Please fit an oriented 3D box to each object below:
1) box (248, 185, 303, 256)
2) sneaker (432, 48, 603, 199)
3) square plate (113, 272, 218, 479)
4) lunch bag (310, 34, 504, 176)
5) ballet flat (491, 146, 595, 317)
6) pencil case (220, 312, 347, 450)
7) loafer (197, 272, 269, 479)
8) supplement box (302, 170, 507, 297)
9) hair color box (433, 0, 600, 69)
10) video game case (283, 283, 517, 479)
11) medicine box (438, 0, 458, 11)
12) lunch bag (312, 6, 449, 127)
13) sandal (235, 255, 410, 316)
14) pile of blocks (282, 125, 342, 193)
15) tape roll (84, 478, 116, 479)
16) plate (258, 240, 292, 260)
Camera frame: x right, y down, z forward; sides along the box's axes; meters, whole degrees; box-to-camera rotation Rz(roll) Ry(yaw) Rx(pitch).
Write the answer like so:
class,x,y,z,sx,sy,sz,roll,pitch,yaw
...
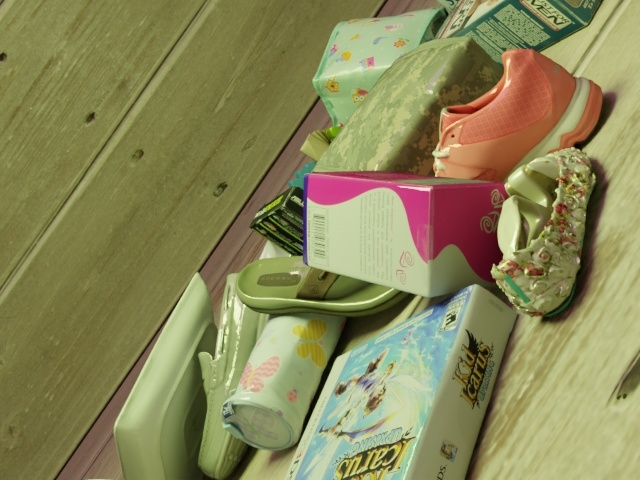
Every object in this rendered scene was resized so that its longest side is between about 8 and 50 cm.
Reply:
class,x,y,z,sx,sy,sz,roll,pitch,yaw
box,0.000,0.000,1.289,0.045,0.190,0.184,-60,12,-16
sneaker,0.174,-0.090,0.983,0.314,0.136,0.116,-51,12,22
square plate,-0.220,0.287,1.353,0.347,0.049,0.344,-69,-18,-51
lunch bag,0.125,-0.146,1.206,0.235,0.169,0.287,-56,23,-6
ballet flat,0.213,-0.029,0.809,0.091,0.077,0.241,-46,14,40
pencil case,-0.043,0.162,1.195,0.124,0.113,0.273,-36,21,48
loafer,-0.137,0.204,1.304,0.112,0.111,0.320,60,-138,-66
supplement box,0.086,-0.015,0.922,0.220,0.113,0.111,14,105,55
hair color box,0.310,-0.370,1.303,0.174,0.105,0.347,-58,13,-14
video game case,0.060,0.192,0.838,0.269,0.061,0.244,-39,21,52
medicine box,0.266,-0.555,1.534,0.149,0.289,0.263,-54,11,-8
lunch bag,0.133,-0.358,1.658,0.223,0.160,0.262,-4,44,27
sandal,0.010,0.039,1.141,0.302,0.086,0.120,-7,36,23
pile of blocks,-0.002,-0.136,1.773,0.362,0.149,0.112,-57,12,-8
tape roll,-0.282,0.445,1.037,0.246,0.246,0.169,-53,11,11
plate,-0.119,0.135,1.661,0.277,0.045,0.278,-65,13,-4
